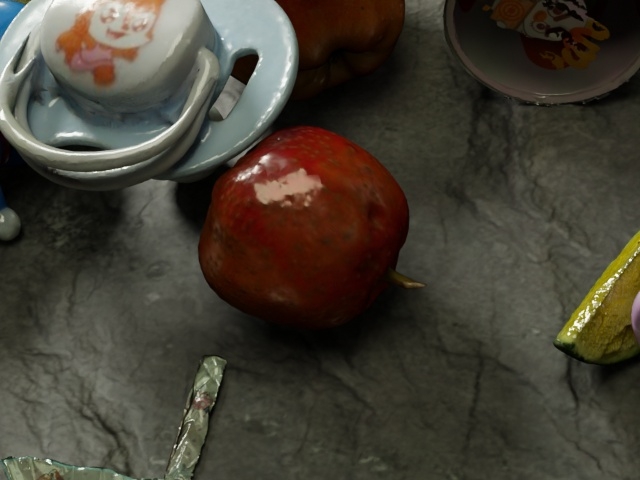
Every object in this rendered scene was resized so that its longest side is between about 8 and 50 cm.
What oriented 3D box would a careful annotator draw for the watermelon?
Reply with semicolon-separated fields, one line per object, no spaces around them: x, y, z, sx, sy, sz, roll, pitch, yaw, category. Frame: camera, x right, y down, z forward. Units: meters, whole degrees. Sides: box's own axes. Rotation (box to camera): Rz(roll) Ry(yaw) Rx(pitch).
0.252;0.038;1.512;0.075;0.092;0.181;23;66;44;watermelon

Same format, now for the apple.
-0.032;-0.250;1.742;0.234;0.234;0.234;-6;49;7;apple

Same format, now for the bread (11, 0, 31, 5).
-0.343;-0.322;1.941;0.178;0.141;0.266;-14;49;-20;bread

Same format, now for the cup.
0.235;-0.295;1.746;0.203;0.203;0.288;0;45;13;cup

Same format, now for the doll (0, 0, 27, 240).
-0.337;-0.114;1.722;0.161;0.215;0.257;-11;31;45;doll

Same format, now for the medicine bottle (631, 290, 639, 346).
0.380;0.013;1.461;0.152;0.152;0.254;28;60;31;medicine bottle

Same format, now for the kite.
-0.125;0.224;1.489;0.335;0.011;0.314;8;52;17;kite

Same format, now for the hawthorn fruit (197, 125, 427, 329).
0.000;0.000;1.554;0.200;0.179;0.179;30;60;6;hawthorn fruit

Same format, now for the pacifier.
-0.154;-0.123;1.643;0.299;0.233;0.244;15;69;25;pacifier
